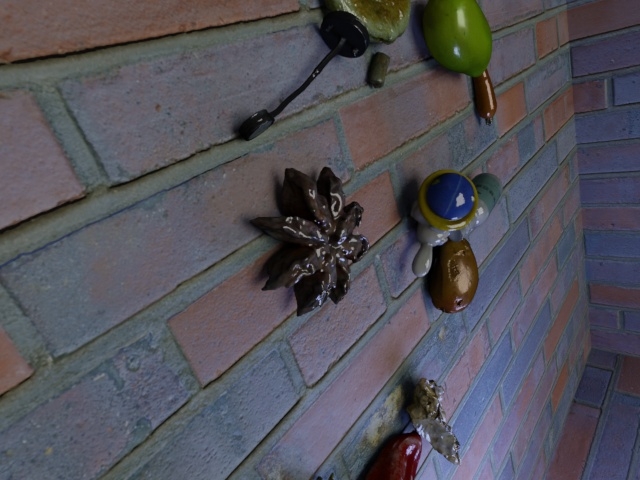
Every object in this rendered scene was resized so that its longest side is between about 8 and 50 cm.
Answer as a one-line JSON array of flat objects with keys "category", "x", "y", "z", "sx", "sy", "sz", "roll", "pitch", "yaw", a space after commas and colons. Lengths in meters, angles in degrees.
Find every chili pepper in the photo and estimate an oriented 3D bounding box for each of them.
[{"category": "chili pepper", "x": 0.211, "y": 0.622, "z": 1.134, "sx": 0.144, "sy": 0.136, "sz": 0.253, "roll": 35, "pitch": 46, "yaw": 7}]

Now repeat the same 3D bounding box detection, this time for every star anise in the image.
[{"category": "star anise", "x": -0.001, "y": -0.001, "z": 0.855, "sx": 0.331, "sy": 0.117, "sz": 0.332, "roll": 2, "pitch": 88, "yaw": -49}]

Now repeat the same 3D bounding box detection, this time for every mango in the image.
[{"category": "mango", "x": 0.412, "y": 0.102, "z": 1.277, "sx": 0.156, "sy": 0.151, "sz": 0.249, "roll": 33, "pitch": 59, "yaw": -75}, {"category": "mango", "x": 0.415, "y": -0.590, "z": 1.208, "sx": 0.343, "sy": 0.156, "sz": 0.192, "roll": 16, "pitch": 84, "yaw": -47}]

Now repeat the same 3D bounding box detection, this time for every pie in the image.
[{"category": "pie", "x": 0.110, "y": -0.612, "z": 0.963, "sx": 0.323, "sy": 0.070, "sz": 0.323, "roll": 1, "pitch": 88, "yaw": -44}]

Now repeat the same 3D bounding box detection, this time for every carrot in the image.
[{"category": "carrot", "x": 0.558, "y": -0.563, "z": 1.424, "sx": 0.069, "sy": 0.069, "sz": 0.336, "roll": -34, "pitch": 113, "yaw": -39}]

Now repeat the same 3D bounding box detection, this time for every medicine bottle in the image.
[{"category": "medicine bottle", "x": 0.491, "y": -0.103, "z": 1.323, "sx": 0.352, "sy": 0.110, "sz": 0.110, "roll": -42, "pitch": 121, "yaw": -43}]

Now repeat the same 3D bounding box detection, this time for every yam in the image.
[{"category": "yam", "x": 0.148, "y": -0.430, "z": 1.027, "sx": 0.043, "sy": 0.043, "sz": 0.094, "roll": 27, "pitch": 75, "yaw": -43}]

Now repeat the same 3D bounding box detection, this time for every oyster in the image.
[{"category": "oyster", "x": 0.338, "y": 0.535, "z": 1.230, "sx": 0.341, "sy": 0.110, "sz": 0.166, "roll": 55, "pitch": 24, "yaw": -35}]

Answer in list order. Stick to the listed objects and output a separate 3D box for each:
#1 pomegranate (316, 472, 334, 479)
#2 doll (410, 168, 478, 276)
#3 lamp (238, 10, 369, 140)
[{"category": "pomegranate", "x": -0.013, "y": 0.634, "z": 0.834, "sx": 0.302, "sy": 0.236, "sz": 0.236, "roll": -37, "pitch": 122, "yaw": -68}, {"category": "doll", "x": 0.312, "y": -0.059, "z": 1.143, "sx": 0.159, "sy": 0.242, "sz": 0.311, "roll": 28, "pitch": 70, "yaw": -7}, {"category": "lamp", "x": -0.051, "y": -0.338, "z": 0.825, "sx": 0.371, "sy": 0.130, "sz": 0.108, "roll": -44, "pitch": 100, "yaw": -19}]
